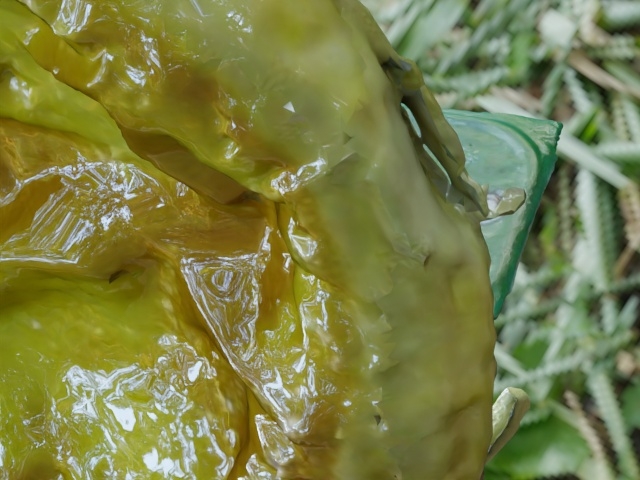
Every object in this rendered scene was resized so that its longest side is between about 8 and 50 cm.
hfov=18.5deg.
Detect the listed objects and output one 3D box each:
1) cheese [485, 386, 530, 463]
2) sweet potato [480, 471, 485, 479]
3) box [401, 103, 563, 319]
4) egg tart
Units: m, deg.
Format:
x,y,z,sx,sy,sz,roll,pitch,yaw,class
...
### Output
x,y,z,sx,sy,sz,roll,pitch,yaw,class
0.172,0.178,1.881,0.083,0.030,0.044,-58,-20,10,cheese
0.064,0.288,1.770,0.264,0.057,0.057,-52,24,21,sweet potato
0.000,0.000,1.519,0.264,0.337,0.106,-64,-23,-45,box
-0.086,-0.010,0.629,0.341,0.341,0.132,-35,18,45,egg tart
